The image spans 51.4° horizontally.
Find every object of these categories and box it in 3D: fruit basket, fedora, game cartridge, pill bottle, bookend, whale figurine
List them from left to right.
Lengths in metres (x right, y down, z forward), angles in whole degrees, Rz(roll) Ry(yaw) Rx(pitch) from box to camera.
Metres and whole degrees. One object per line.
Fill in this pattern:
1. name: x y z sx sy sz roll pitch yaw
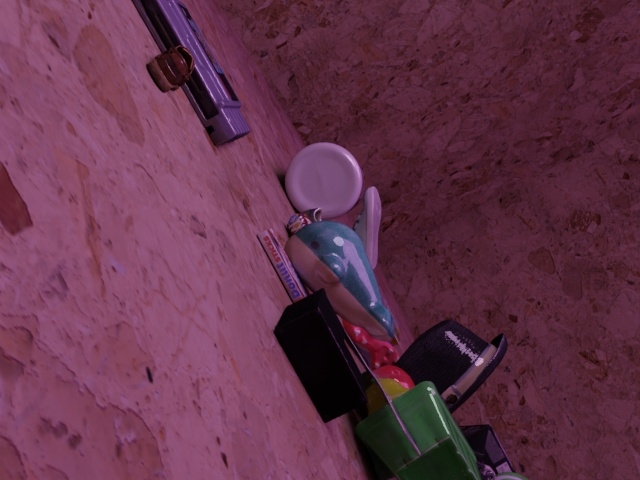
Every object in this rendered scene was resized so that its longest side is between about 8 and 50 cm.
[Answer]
1. game cartridge: -0.251 -0.357 1.299 0.355 0.068 0.230 61 11 -9
2. bookend: 0.005 0.169 1.021 0.156 0.072 0.157 62 6 -5
3. pill bottle: 0.023 -0.168 1.931 0.210 0.210 0.363 62 7 -1
4. whale figurine: 0.055 0.070 1.271 0.272 0.141 0.216 43 -6 23
5. fruit basket: 0.138 0.333 1.208 0.327 0.165 0.353 58 -8 -31
6. fedora: 0.256 0.291 1.490 0.152 0.334 0.334 45 4 9

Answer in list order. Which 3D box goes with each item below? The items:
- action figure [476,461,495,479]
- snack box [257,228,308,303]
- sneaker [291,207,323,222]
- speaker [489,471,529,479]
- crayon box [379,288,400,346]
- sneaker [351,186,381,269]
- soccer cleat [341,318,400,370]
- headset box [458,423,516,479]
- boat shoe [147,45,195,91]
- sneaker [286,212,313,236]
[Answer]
1. action figure: 0.284 0.509 1.399 0.141 0.164 0.276 52 3 -17
2. snack box: -0.058 0.062 1.192 0.178 0.022 0.064 61 5 0
3. sneaker: 0.000 0.000 1.604 0.192 0.086 0.064 66 8 30
4. speaker: 0.365 0.603 1.347 0.131 0.131 0.296 61 31 -4
5. crayon box: 0.146 0.202 1.912 0.203 0.083 0.323 62 6 1
6. sneaker: 0.102 -0.043 2.048 0.094 0.151 0.256 -6 102 -67
7. soccer cleat: 0.119 0.247 1.568 0.248 0.083 0.095 59 -8 -36
8. headset box: 0.374 0.582 1.655 0.218 0.110 0.293 63 -16 10
9. boat shoe: -0.236 -0.290 1.106 0.064 0.060 0.178 59 7 -19
10. sneaker: -0.043 -0.017 1.480 0.084 0.069 0.185 53 1 -3
